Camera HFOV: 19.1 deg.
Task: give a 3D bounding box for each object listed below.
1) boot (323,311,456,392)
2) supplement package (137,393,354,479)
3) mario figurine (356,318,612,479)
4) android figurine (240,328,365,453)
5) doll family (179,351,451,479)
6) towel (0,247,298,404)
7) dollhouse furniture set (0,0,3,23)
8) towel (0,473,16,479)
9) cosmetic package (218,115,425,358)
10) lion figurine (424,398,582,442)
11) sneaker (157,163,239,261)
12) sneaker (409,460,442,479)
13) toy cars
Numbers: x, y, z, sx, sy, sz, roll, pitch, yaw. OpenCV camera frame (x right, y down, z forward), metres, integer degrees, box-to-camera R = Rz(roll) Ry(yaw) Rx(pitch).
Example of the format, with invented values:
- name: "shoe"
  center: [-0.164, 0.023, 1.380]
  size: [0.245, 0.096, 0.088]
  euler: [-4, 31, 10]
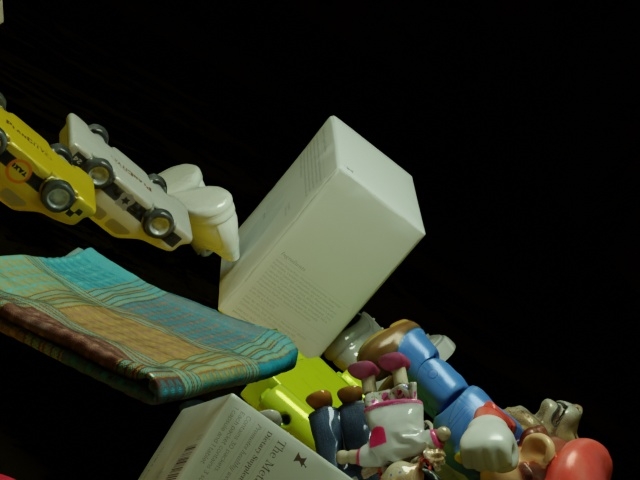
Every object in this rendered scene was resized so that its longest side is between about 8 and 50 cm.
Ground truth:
- name: "boot"
  center: [0.082, 0.130, 2.331]
  size: [0.123, 0.095, 0.258]
  euler: [47, 16, 4]
- name: "supplement package"
  center: [-0.028, 0.249, 1.509]
  size: [0.244, 0.139, 0.134]
  euler: [36, -21, -12]
- name: "mario figurine"
  center: [0.152, 0.224, 1.929]
  size: [0.198, 0.170, 0.320]
  euler: [5, 26, -47]
- name: "android figurine"
  center: [0.018, 0.199, 2.051]
  size: [0.273, 0.056, 0.248]
  euler: [42, 14, 17]
- name: "doll family"
  center: [-0.002, 0.216, 1.681]
  size: [0.118, 0.263, 0.163]
  euler: [60, 18, -55]
- name: "towel"
  center: [-0.189, 0.071, 1.762]
  size: [0.271, 0.040, 0.370]
  euler: [23, 7, 16]
- name: "dollhouse furniture set"
  center: [-0.473, -0.353, 2.223]
  size: [0.161, 0.212, 0.242]
  euler: [23, 47, -43]
- name: "towel"
  center: [-0.191, 0.272, 1.345]
  size: [0.199, 0.031, 0.275]
  euler: [37, 14, -7]
- name: "cosmetic package"
  center: [0.000, 0.000, 2.267]
  size: [0.138, 0.225, 0.224]
  euler: [36, 15, -13]
- name: "lion figurine"
  center: [0.238, 0.314, 2.146]
  size: [0.240, 0.142, 0.392]
  euler: [40, 26, -32]
- name: "sneaker"
  center: [-0.155, -0.027, 2.304]
  size: [0.212, 0.080, 0.094]
  euler: [36, -30, 61]
- name: "sneaker"
  center: [0.088, 0.277, 1.830]
  size: [0.109, 0.130, 0.286]
  euler: [45, 14, 29]
- name: "toy cars"
  center: [-0.281, -0.063, 2.056]
  size: [0.176, 0.087, 0.393]
  euler: [53, 15, 22]
